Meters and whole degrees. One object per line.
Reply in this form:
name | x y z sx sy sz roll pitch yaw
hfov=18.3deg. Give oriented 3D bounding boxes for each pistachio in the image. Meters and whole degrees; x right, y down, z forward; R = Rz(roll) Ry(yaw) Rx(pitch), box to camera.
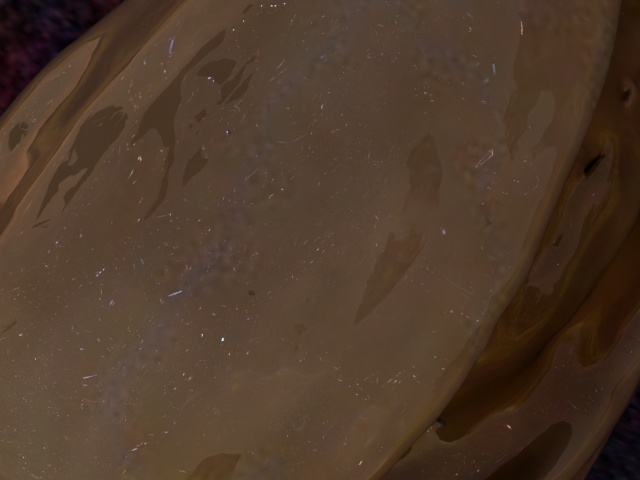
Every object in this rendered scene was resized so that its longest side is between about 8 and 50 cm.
pistachio | 0.000 0.000 0.445 0.157 0.157 0.229 33 78 32
